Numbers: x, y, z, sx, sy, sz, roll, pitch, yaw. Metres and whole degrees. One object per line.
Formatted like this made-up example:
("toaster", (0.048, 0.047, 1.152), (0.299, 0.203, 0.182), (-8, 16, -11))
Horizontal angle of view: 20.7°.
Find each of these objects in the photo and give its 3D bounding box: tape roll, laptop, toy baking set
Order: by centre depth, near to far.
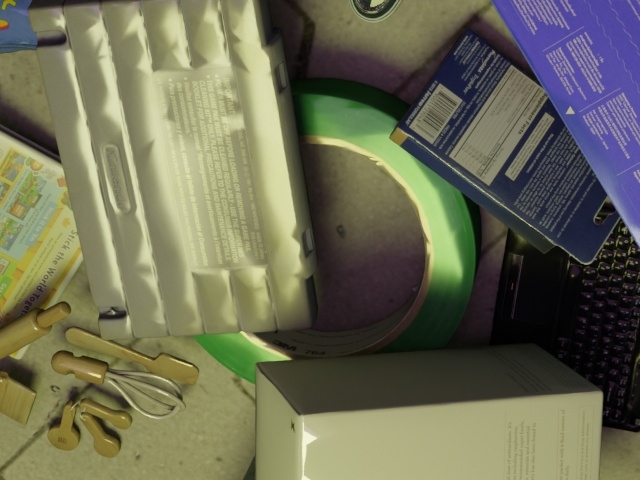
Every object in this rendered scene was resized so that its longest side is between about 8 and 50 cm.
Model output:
("laptop", (0.297, 0.101, 1.707), (0.264, 0.136, 0.234), (10, 109, 7))
("tape roll", (0.000, 0.000, 1.761), (0.321, 0.077, 0.321), (3, 108, 10))
("toy baking set", (-0.250, 0.141, 1.848), (0.197, 0.030, 0.256), (41, 130, -20))

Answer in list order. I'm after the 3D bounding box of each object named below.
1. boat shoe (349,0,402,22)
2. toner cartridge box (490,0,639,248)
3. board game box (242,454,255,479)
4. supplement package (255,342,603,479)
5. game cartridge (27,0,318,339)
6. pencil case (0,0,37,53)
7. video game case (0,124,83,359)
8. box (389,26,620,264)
("boat shoe", (0.062, -0.289, 1.651), (0.065, 0.083, 0.183), (17, 110, 5))
("toner cartridge box", (0.287, -0.156, 1.563), (0.165, 0.075, 0.348), (-30, 93, 18))
("board game box", (0.033, 0.334, 1.828), (0.275, 0.144, 0.142), (24, 111, 3))
("supplement package", (0.096, 0.209, 1.662), (0.293, 0.175, 0.177), (-3, 104, -16))
("game cartridge", (-0.131, -0.073, 1.673), (0.230, 0.068, 0.355), (-5, 116, 7))
("pencil case", (-0.351, -0.233, 1.723), (0.306, 0.119, 0.133), (-3, 78, 12))
("video game case", (-0.351, -0.009, 1.826), (0.206, 0.026, 0.227), (29, 111, -14))
("box", (0.193, -0.085, 1.677), (0.225, 0.036, 0.136), (36, 67, -1))
